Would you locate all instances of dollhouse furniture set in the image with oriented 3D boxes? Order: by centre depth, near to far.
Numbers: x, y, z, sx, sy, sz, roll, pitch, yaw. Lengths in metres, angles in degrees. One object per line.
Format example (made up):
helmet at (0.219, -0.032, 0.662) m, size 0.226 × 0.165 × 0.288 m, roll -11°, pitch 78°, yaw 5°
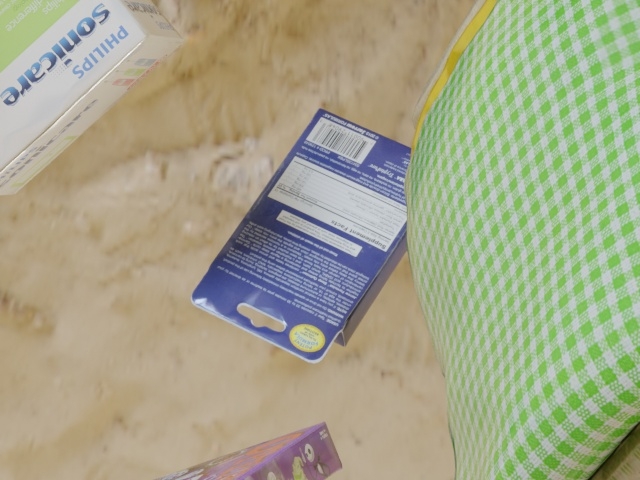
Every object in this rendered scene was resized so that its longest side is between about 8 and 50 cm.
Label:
dollhouse furniture set at (0.046, -0.072, 0.439) m, size 0.151 × 0.198 × 0.301 m, roll 19°, pitch 130°, yaw -14°

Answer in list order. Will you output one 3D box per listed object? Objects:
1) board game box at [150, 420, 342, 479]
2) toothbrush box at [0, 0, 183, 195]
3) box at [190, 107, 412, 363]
board game box at (-0.138, 0.221, 1.458) m, size 0.208 × 0.347 × 0.056 m, roll -16°, pitch 93°, yaw 22°
toothbrush box at (-0.288, -0.205, 1.644) m, size 0.206 × 0.122 × 0.283 m, roll -41°, pitch 85°, yaw 11°
box at (0.000, 0.000, 1.732) m, size 0.136 × 0.225 × 0.036 m, roll 26°, pitch 154°, yaw 20°
